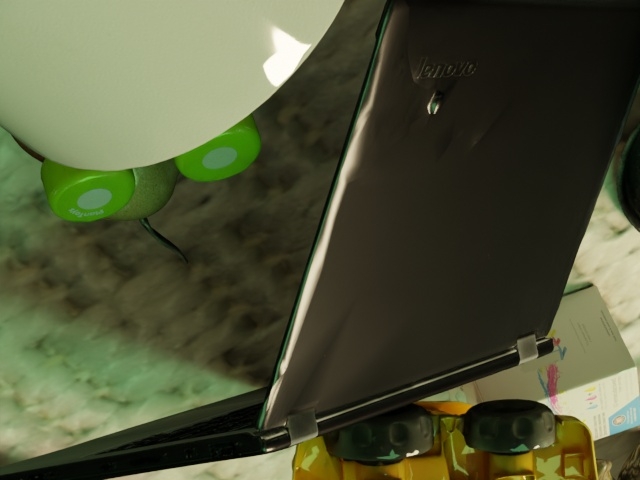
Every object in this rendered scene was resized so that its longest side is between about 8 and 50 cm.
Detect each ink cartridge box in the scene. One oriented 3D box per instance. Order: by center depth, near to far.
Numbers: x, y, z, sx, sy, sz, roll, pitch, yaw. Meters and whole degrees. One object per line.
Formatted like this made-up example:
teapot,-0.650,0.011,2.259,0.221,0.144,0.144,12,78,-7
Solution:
ink cartridge box,0.177,0.117,1.530,0.143,0.090,0.092,-20,142,-2

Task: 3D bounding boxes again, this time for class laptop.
laptop,0.000,0.000,1.242,0.408,0.236,0.382,-13,178,33

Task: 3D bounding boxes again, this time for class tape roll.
tape roll,-0.120,-0.178,0.928,0.246,0.246,0.169,-33,141,15

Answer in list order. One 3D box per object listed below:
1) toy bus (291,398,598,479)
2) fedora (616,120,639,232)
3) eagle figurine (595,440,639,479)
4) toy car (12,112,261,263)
toy bus,0.086,0.183,1.418,0.220,0.211,0.149,-3,98,-2
fedora,0.376,-0.018,1.350,0.334,0.152,0.334,0,148,0
eagle figurine,0.310,0.230,1.629,0.298,0.226,0.225,15,120,-32
toy car,-0.108,-0.065,1.152,0.149,0.155,0.188,-18,151,-3
